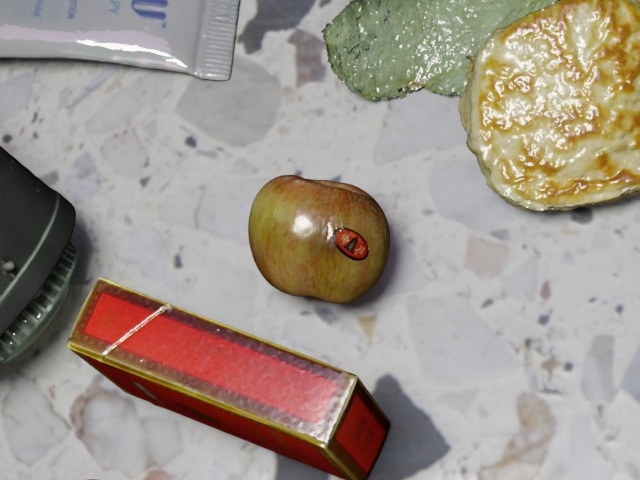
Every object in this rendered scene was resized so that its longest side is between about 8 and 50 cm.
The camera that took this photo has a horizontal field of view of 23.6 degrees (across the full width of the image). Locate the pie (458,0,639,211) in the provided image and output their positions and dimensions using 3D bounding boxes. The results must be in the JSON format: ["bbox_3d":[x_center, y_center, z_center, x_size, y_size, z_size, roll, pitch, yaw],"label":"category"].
[{"bbox_3d":[0.223,-0.118,1.321,0.205,0.084,0.179,-15,91,6],"label":"pie"}]

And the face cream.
[{"bbox_3d":[-0.284,-0.274,1.510,0.420,0.137,0.235,4,68,3],"label":"face cream"}]

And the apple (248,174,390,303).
[{"bbox_3d":[-0.002,-0.001,1.315,0.126,0.126,0.102,15,98,18],"label":"apple"}]

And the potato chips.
[{"bbox_3d":[0.114,-0.210,1.401,0.228,0.059,0.167,-7,72,4],"label":"potato chips"}]

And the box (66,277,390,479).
[{"bbox_3d":[-0.072,0.118,1.267,0.239,0.153,0.074,19,79,19],"label":"box"}]

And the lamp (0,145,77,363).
[{"bbox_3d":[-0.342,-0.010,1.307,0.272,0.374,0.205,40,86,-3],"label":"lamp"}]

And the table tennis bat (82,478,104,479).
[{"bbox_3d":[-0.173,0.256,1.313,0.154,0.019,0.098,4,70,18],"label":"table tennis bat"}]
